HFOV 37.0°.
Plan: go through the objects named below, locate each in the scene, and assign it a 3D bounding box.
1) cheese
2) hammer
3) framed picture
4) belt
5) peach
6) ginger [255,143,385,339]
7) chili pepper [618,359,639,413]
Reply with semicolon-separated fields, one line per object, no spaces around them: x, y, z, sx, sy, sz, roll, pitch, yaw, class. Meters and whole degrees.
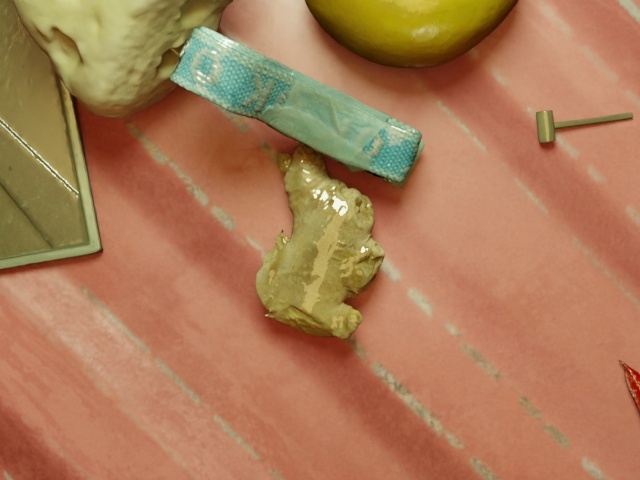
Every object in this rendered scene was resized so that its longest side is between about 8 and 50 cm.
-0.182;-0.239;0.963;0.251;0.173;0.248;9;123;24;cheese
0.300;-0.135;1.083;0.110;0.019;0.035;-8;95;-1;hammer
-0.391;-0.124;1.089;0.240;0.020;0.324;-11;95;1;framed picture
-0.013;-0.131;0.996;0.302;0.087;0.072;21;94;-32;belt
0.099;-0.307;1.012;0.251;0.153;0.251;-2;99;-15;peach
0.005;0.002;1.072;0.137;0.074;0.213;10;89;0;ginger
0.395;0.213;1.105;0.045;0.027;0.178;-29;92;3;chili pepper
